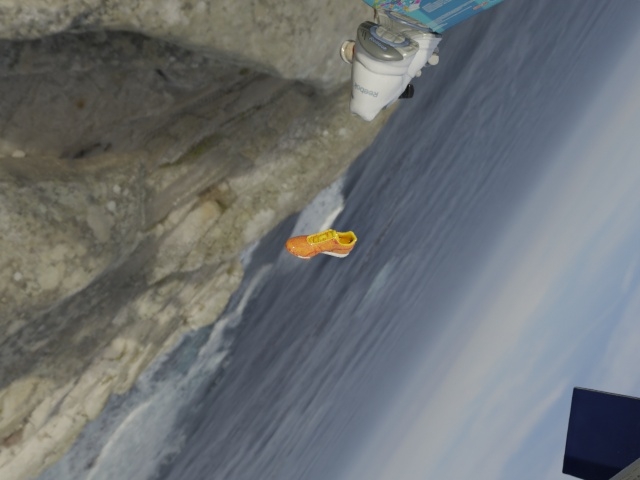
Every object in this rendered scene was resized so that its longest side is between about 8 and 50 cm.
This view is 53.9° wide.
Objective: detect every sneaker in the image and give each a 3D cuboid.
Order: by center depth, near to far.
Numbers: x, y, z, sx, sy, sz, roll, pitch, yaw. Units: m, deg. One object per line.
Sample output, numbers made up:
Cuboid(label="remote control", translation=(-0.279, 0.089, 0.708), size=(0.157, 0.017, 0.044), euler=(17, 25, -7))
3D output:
Cuboid(label="sneaker", translation=(0.103, -0.277, 0.973), size=(0.297, 0.111, 0.129), euler=(-47, 162, -55))
Cuboid(label="sneaker", translation=(0.000, 0.000, 1.399), size=(0.175, 0.064, 0.067), euler=(-5, 139, -34))

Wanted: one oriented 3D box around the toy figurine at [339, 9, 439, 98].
Cuboid(label="toy figurine", translation=(0.177, -0.479, 1.617), size=(0.213, 0.148, 0.209), euler=(46, 72, -34))

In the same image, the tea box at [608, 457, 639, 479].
Cuboid(label="tea box", translation=(0.318, 0.354, 0.449), size=(0.329, 0.324, 0.220), euler=(-30, 178, -9))

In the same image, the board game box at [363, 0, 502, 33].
Cuboid(label="board game box", translation=(0.206, -0.572, 1.323), size=(0.336, 0.253, 0.079), euler=(20, 66, -39))

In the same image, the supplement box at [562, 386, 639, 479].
Cuboid(label="supplement box", translation=(0.733, 0.457, 1.398), size=(0.356, 0.195, 0.194), euler=(18, 78, -33))
